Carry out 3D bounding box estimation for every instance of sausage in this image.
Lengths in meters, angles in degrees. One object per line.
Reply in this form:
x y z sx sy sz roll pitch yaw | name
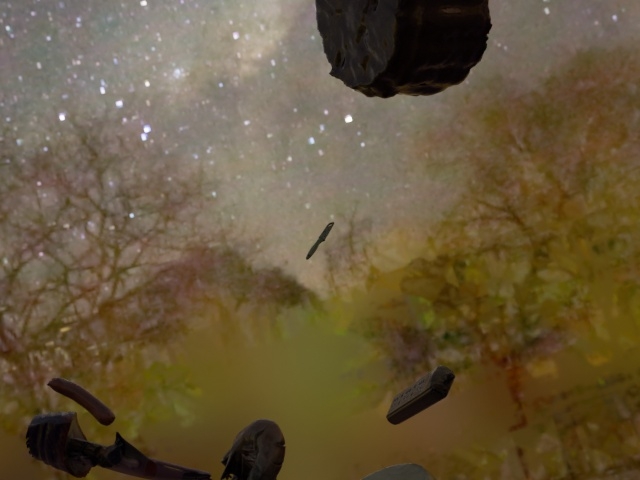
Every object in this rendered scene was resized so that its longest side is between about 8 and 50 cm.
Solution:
-0.546 0.367 1.732 0.047 0.177 0.040 -49 -14 -38 | sausage

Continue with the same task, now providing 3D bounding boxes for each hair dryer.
-0.240 0.719 2.096 0.248 0.195 0.078 -45 0 -33 | hair dryer

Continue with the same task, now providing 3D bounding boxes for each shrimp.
-0.177 0.567 1.828 0.075 0.289 0.178 6 11 -43 | shrimp

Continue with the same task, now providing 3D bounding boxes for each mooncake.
0.131 -0.408 1.323 0.187 0.324 0.324 -10 -13 -32 | mooncake

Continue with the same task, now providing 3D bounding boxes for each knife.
0.000 0.000 2.582 0.030 0.014 0.207 3 40 30 | knife

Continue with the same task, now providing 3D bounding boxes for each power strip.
0.292 0.452 2.210 0.092 0.066 0.387 -59 4 -34 | power strip

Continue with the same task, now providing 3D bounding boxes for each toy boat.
-0.335 0.363 1.252 0.318 0.072 0.219 27 -38 -20 | toy boat

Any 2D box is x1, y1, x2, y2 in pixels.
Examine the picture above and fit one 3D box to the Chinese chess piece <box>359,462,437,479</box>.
0.113 0.507 1.341 0.250 0.101 0.250 -30 7 4 | Chinese chess piece
